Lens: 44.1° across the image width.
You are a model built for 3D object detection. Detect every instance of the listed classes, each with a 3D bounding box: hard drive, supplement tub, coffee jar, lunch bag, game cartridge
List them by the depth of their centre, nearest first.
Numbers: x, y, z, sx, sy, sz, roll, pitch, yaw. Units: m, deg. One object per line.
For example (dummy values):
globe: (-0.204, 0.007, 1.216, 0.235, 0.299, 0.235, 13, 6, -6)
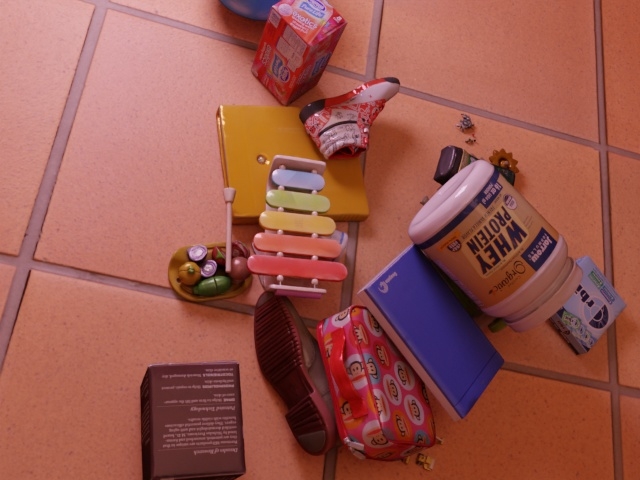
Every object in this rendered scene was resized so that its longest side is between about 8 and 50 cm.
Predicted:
lunch bag: (0.101, 0.276, 1.542, 0.258, 0.120, 0.293, 25, 44, -51)
hard drive: (0.232, 0.181, 1.622, 0.319, 0.040, 0.210, 53, 44, -1)
supplement tub: (0.364, 0.015, 1.645, 0.316, 0.228, 0.228, 44, 62, -4)
supplement tub: (0.000, 0.000, 1.730, 0.107, 0.071, 0.071, 22, 63, -8)
game cartridge: (-0.064, -0.173, 1.801, 0.323, 0.053, 0.285, -1, 68, -21)
coffee jar: (0.357, -0.150, 1.850, 0.184, 0.079, 0.096, 22, 74, -15)

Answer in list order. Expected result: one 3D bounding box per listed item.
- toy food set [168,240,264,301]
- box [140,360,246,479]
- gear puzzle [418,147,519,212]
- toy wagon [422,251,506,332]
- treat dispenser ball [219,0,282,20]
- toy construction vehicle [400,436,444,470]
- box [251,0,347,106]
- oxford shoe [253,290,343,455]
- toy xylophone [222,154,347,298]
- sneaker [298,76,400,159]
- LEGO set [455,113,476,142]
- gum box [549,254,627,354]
toy food set: (-0.204, 0.052, 1.641, 0.218, 0.071, 0.128, -7, 70, -21)
box: (-0.238, 0.340, 1.450, 0.167, 0.168, 0.203, 1, 68, -18)
gear puzzle: (0.369, -0.113, 1.914, 0.175, 0.044, 0.339, 45, 63, -4)
toy wagon: (0.315, 0.098, 1.769, 0.344, 0.068, 0.267, -36, 90, -23)
treat dispenser ball: (-0.134, -0.662, 1.851, 0.288, 0.288, 0.288, 7, 66, -15)
toy construction vehicle: (0.201, 0.425, 1.630, 0.098, 0.035, 0.086, 28, 62, -5)
box: (-0.054, -0.438, 1.797, 0.122, 0.257, 0.128, -39, 83, -26)
oxford shoe: (-0.031, 0.258, 1.604, 0.130, 0.123, 0.348, -3, 65, -47)
toy xylophone: (-0.080, -0.021, 1.627, 0.236, 0.081, 0.323, -1, 66, -18)
sneaker: (0.095, -0.275, 1.826, 0.270, 0.090, 0.145, -23, 77, -24)
LEGO set: (0.374, -0.289, 2.002, 0.054, 0.023, 0.083, -25, 77, -26)
gum box: (0.620, 0.151, 1.870, 0.184, 0.041, 0.157, -39, 92, -27)
